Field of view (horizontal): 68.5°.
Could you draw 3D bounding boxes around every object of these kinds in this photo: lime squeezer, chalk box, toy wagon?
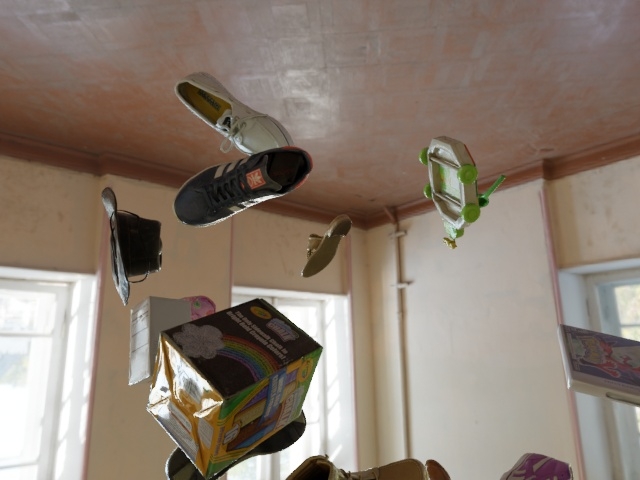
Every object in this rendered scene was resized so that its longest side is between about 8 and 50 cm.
[{"bbox_3d":[0.543,-0.151,1.586,0.059,0.110,0.310,37,-179,-1],"label":"lime squeezer"},{"bbox_3d":[-0.127,0.236,0.845,0.180,0.179,0.289,33,-152,31],"label":"chalk box"},{"bbox_3d":[0.399,-0.140,1.436,0.068,0.344,0.267,-17,-155,-7],"label":"toy wagon"}]

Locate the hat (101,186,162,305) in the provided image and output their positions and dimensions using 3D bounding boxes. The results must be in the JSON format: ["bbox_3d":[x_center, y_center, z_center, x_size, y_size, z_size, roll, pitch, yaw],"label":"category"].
[{"bbox_3d":[-0.486,0.004,1.247,0.134,0.331,0.331,-10,172,-27],"label":"hat"}]

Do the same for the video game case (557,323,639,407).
[{"bbox_3d":[0.480,0.199,0.736,0.183,0.023,0.201,11,-162,19],"label":"video game case"}]

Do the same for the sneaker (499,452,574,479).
[{"bbox_3d":[0.583,0.668,1.253,0.282,0.102,0.161,-24,-171,-41],"label":"sneaker"}]

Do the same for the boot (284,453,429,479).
[{"bbox_3d":[0.063,0.449,0.859,0.262,0.095,0.203,-24,130,2],"label":"boot"}]

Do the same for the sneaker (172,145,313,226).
[{"bbox_3d":[-0.175,-0.134,1.086,0.350,0.131,0.148,-28,-166,-13],"label":"sneaker"}]

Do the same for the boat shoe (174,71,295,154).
[{"bbox_3d":[-0.239,-0.321,1.276,0.136,0.367,0.156,-47,-174,27],"label":"boat shoe"}]

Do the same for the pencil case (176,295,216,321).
[{"bbox_3d":[-0.524,0.278,1.794,0.284,0.124,0.124,-12,163,40],"label":"pencil case"}]

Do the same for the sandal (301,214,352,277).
[{"bbox_3d":[0.005,0.000,1.350,0.088,0.079,0.240,0,136,-40],"label":"sandal"}]

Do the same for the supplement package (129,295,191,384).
[{"bbox_3d":[-0.366,0.231,1.076,0.105,0.179,0.105,15,146,-41],"label":"supplement package"}]

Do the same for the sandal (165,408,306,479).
[{"bbox_3d":[-0.171,0.406,0.972,0.302,0.120,0.086,-15,164,-28],"label":"sandal"}]

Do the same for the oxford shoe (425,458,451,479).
[{"bbox_3d":[0.446,0.910,1.721,0.076,0.212,0.076,-30,173,21],"label":"oxford shoe"}]
